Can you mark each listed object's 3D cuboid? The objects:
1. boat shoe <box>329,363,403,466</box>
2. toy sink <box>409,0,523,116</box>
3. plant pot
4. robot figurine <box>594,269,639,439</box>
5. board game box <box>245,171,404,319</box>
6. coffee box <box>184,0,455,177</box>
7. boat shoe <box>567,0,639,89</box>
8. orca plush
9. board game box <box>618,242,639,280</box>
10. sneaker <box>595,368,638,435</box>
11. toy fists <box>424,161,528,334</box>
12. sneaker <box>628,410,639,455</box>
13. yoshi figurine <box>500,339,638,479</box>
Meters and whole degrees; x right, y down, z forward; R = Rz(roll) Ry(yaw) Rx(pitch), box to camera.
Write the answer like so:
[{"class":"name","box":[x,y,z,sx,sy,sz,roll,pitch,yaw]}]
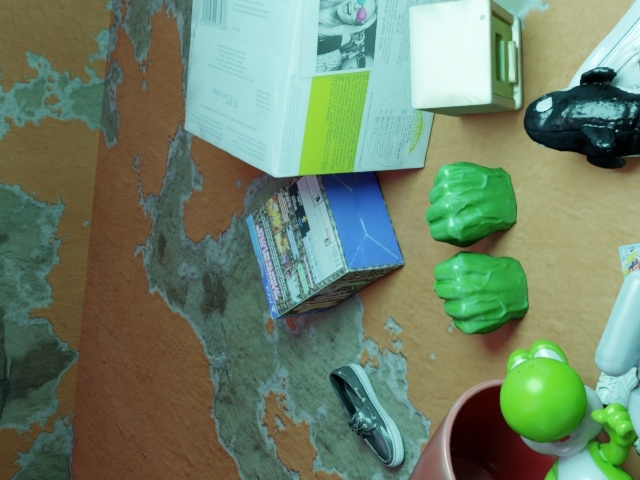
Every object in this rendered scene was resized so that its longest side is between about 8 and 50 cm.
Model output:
[{"class":"boat shoe","box":[0.084,0.347,1.668,0.080,0.076,0.228,-53,52,43]},{"class":"toy sink","box":[0.238,-0.276,1.308,0.131,0.234,0.152,0,93,25]},{"class":"plant pot","box":[0.261,0.384,1.287,0.274,0.275,0.243,66,149,25]},{"class":"robot figurine","box":[0.472,0.130,0.953,0.300,0.200,0.353,15,93,11]},{"class":"board game box","box":[0.000,0.000,1.688,0.291,0.141,0.232,-35,66,51]},{"class":"coffee box","box":[-0.011,-0.324,1.498,0.338,0.335,0.338,32,121,47]},{"class":"boat shoe","box":[0.416,-0.232,1.116,0.084,0.095,0.258,60,140,32]},{"class":"orca plush","box":[0.392,-0.126,1.091,0.287,0.102,0.151,23,138,22]},{"class":"board game box","box":[0.468,0.075,1.139,0.103,0.026,0.154,-16,81,54]},{"class":"sneaker","box":[0.420,0.206,1.195,0.054,0.061,0.152,6,98,56]},{"class":"toy fists","box":[0.240,0.011,1.351,0.096,0.142,0.279,-9,86,55]},{"class":"sneaker","box":[0.503,0.296,1.056,0.279,0.107,0.118,55,127,33]},{"class":"yoshi figurine","box":[0.332,0.297,1.093,0.203,0.204,0.362,107,144,-61]}]
